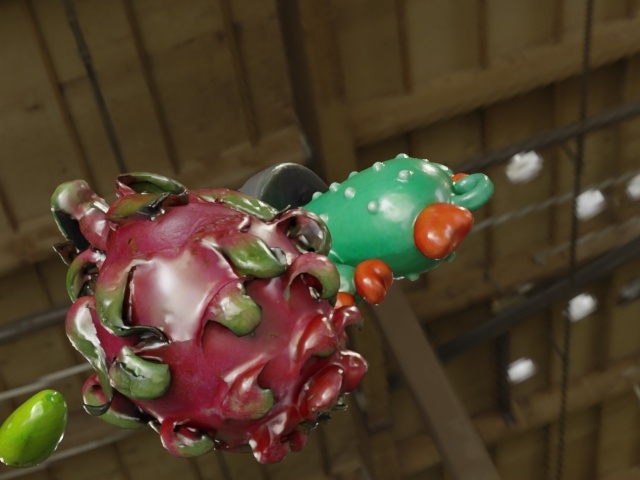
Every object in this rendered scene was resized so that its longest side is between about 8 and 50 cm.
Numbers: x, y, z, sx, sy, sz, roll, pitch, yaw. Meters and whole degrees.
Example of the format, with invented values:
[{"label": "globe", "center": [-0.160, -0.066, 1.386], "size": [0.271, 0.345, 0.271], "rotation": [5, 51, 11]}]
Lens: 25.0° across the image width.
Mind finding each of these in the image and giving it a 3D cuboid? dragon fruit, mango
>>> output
[{"label": "dragon fruit", "center": [-0.089, 0.049, 1.090], "size": [0.218, 0.273, 0.198], "rotation": [-46, -57, 9]}, {"label": "mango", "center": [-0.286, 0.187, 1.447], "size": [0.073, 0.056, 0.108], "rotation": [-35, -16, -50]}]

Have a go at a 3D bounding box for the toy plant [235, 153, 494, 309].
[{"label": "toy plant", "center": [0.008, -0.002, 1.545], "size": [0.400, 0.185, 0.279], "rotation": [-20, -5, 35]}]
